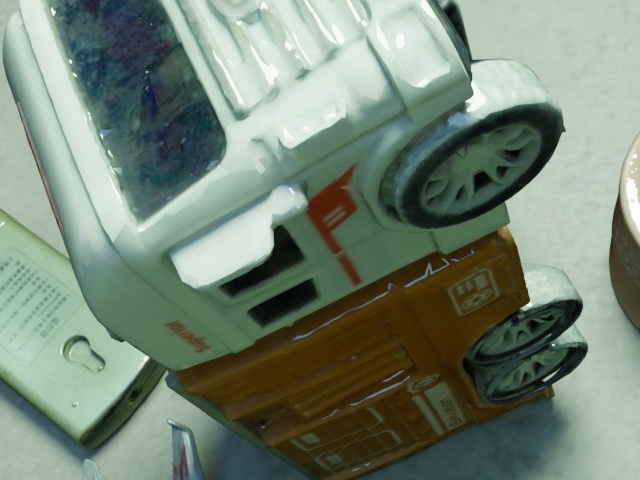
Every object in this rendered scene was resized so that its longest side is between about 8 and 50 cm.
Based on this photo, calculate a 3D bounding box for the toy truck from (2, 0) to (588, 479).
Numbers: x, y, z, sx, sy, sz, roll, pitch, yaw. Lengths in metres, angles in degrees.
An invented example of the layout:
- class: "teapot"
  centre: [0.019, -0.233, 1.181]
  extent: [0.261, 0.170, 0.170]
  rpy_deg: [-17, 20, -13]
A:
- class: "toy truck"
  centre: [0.000, 0.000, 0.489]
  extent: [0.207, 0.387, 0.173]
  rpy_deg: [-29, 60, 3]

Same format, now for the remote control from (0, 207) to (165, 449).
- class: "remote control"
  centre: [-0.216, 0.050, 0.704]
  extent: [0.233, 0.038, 0.098]
  rpy_deg: [31, 74, 24]

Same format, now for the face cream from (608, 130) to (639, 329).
- class: "face cream"
  centre: [0.256, -0.007, 0.590]
  extent: [0.149, 0.104, 0.149]
  rpy_deg: [-5, 62, 10]

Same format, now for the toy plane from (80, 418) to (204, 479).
- class: "toy plane"
  centre: [-0.095, 0.197, 0.585]
  extent: [0.171, 0.065, 0.162]
  rpy_deg: [19, 68, 19]
